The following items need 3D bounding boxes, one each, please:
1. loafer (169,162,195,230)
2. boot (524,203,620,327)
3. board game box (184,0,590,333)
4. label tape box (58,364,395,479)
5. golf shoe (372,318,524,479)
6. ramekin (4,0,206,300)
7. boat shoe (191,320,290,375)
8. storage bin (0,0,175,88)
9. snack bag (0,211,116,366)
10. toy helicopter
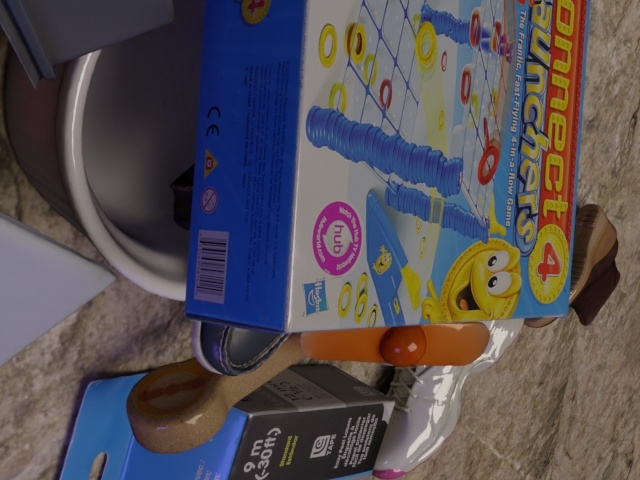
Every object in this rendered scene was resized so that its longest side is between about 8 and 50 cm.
[{"bbox_3d":[-0.030,-0.090,0.552,0.220,0.080,0.078,-48,127,-31],"label":"loafer"},{"bbox_3d":[0.418,0.086,1.306,0.248,0.090,0.207,-52,136,-20],"label":"boot"},{"bbox_3d":[0.065,-0.100,0.528,0.302,0.086,0.308,3,91,-46],"label":"board game box"},{"bbox_3d":[-0.096,0.265,0.827,0.348,0.115,0.249,8,103,-50],"label":"label tape box"},{"bbox_3d":[0.137,0.161,1.048,0.140,0.115,0.306,47,71,-30],"label":"golf shoe"},{"bbox_3d":[-0.100,-0.105,0.624,0.277,0.135,0.277,-24,125,-38],"label":"ramekin"},{"bbox_3d":[0.000,0.000,0.616,0.254,0.079,0.095,-53,137,-16],"label":"boat shoe"},{"bbox_3d":[-0.133,-0.159,0.422,0.091,0.098,0.135,-19,161,-11],"label":"storage bin"},{"bbox_3d":[-0.326,0.049,0.396,0.323,0.037,0.342,-35,149,7],"label":"snack bag"},{"bbox_3d":[-0.010,0.084,0.735,0.355,0.235,0.140,-33,130,-32],"label":"toy helicopter"}]
